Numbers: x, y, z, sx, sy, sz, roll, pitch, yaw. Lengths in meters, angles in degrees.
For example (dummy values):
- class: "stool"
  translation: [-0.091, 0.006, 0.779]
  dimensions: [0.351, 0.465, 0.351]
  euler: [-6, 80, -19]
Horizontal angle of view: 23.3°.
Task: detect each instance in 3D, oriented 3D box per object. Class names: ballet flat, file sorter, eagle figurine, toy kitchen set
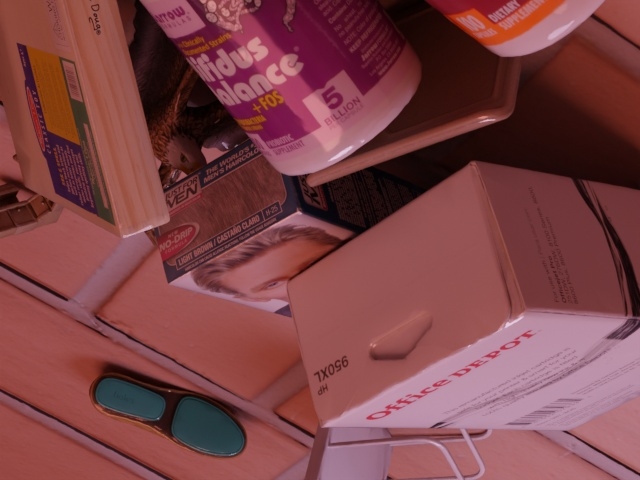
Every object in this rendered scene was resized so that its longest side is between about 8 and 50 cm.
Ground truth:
- class: "ballet flat"
  translation: [-0.211, 0.242, 2.179]
  dimensions: [0.232, 0.080, 0.073]
  euler: [24, 168, -4]
- class: "file sorter"
  translation: [0.100, 0.307, 1.964]
  dimensions: [0.173, 0.277, 0.193]
  euler: [-6, 135, 24]
- class: "eagle figurine"
  translation: [-0.134, -0.138, 1.642]
  dimensions: [0.298, 0.225, 0.226]
  euler: [-52, 153, 16]
- class: "toy kitchen set"
  translation: [-0.361, -0.057, 1.880]
  dimensions: [0.068, 0.083, 0.075]
  euler: [58, 142, 17]

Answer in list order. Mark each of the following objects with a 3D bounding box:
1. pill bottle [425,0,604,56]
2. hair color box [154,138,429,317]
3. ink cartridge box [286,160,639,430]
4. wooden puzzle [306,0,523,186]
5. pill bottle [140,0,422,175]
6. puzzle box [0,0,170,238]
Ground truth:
- class: "pill bottle"
  translation: [0.073, -0.345, 1.259]
  dimensions: [0.392, 0.224, 0.224]
  euler: [35, 138, -19]
- class: "hair color box"
  translation: [0.000, 0.000, 1.636]
  dimensions: [0.174, 0.105, 0.347]
  euler: [-29, 153, 27]
- class: "ink cartridge box"
  translation: [0.208, 0.071, 1.584]
  dimensions: [0.395, 0.166, 0.285]
  euler: [7, 149, -43]
- class: "wooden puzzle"
  translation: [0.103, -0.155, 1.456]
  dimensions: [0.221, 0.238, 0.044]
  euler: [-18, 127, 35]
- class: "pill bottle"
  translation: [-0.058, -0.217, 1.356]
  dimensions: [0.169, 0.169, 0.301]
  euler: [-23, 115, 38]
- class: "puzzle box"
  translation: [-0.255, -0.220, 1.420]
  dimensions: [0.272, 0.052, 0.408]
  euler: [23, 129, 58]
